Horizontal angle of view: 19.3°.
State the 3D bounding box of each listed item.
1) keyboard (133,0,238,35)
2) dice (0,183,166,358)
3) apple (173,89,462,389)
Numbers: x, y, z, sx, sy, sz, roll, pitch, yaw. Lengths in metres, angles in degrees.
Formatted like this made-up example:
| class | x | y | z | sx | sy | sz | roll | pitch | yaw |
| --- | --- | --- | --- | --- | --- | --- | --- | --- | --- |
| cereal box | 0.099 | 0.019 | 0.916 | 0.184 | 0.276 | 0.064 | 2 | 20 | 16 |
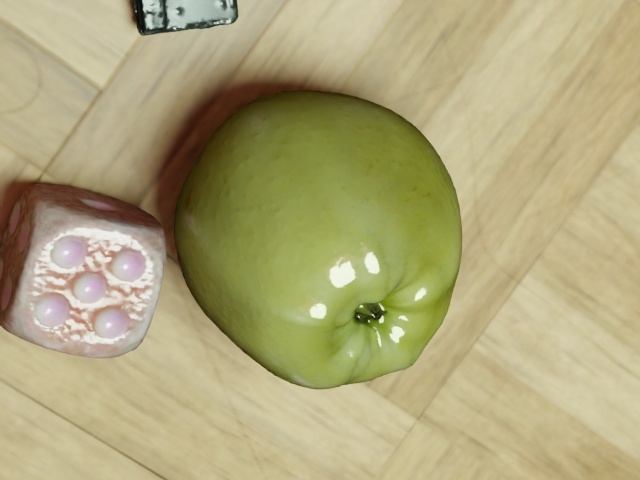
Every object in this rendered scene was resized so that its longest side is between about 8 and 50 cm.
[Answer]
| class | x | y | z | sx | sy | sz | roll | pitch | yaw |
| --- | --- | --- | --- | --- | --- | --- | --- | --- | --- |
| keyboard | -0.094 | -0.247 | 1.194 | 0.072 | 0.023 | 0.231 | -11 | 109 | -21 |
| dice | -0.155 | 0.019 | 1.214 | 0.094 | 0.093 | 0.091 | 15 | 101 | -20 |
| apple | 0.000 | 0.000 | 1.213 | 0.200 | 0.200 | 0.200 | -5 | 107 | -16 |
